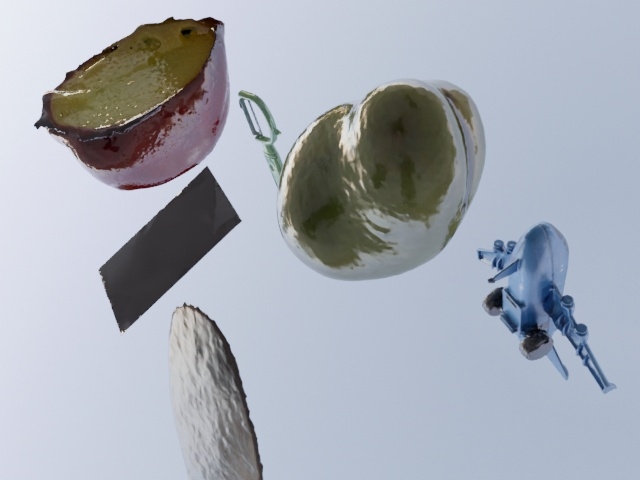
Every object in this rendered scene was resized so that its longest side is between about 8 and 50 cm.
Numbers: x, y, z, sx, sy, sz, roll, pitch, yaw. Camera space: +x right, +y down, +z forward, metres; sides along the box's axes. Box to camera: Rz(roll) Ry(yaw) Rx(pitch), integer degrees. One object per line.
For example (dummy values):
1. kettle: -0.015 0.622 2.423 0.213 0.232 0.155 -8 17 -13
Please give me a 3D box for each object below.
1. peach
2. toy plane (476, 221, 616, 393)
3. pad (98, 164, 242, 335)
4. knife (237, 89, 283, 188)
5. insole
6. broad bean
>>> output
1. peach: -0.289 -0.233 1.141 0.361 0.201 0.257 -42 -124 -11
2. toy plane: 0.264 0.071 0.794 0.105 0.271 0.254 -35 -131 0
3. pad: -0.348 0.014 1.438 0.367 0.007 0.248 -43 -136 5
4. knife: -0.052 -0.097 0.819 0.054 0.212 0.015 21 -124 35
5. insole: -0.076 0.197 0.487 0.111 0.007 0.328 22 -58 43
6. broad bean: 0.057 -0.056 0.663 0.263 0.121 0.189 -34 -93 46
